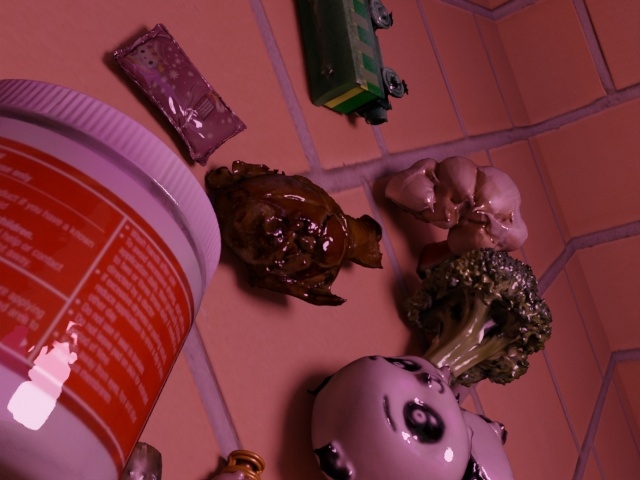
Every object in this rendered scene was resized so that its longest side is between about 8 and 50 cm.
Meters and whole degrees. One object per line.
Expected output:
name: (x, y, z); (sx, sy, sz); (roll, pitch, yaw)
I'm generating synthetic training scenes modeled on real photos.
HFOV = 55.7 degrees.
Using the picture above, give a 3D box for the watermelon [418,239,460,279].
watermelon: (0.253, 0.041, 1.307); (0.135, 0.125, 0.094); (-13, 54, -39)

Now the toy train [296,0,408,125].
toy train: (0.060, -0.373, 1.182); (0.202, 0.120, 0.300); (10, 67, -49)

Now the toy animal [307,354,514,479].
toy animal: (0.122, 0.298, 0.850); (0.310, 0.251, 0.250); (40, 43, -20)

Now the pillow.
pillow: (-0.185, -0.192, 0.810); (0.185, 0.043, 0.118); (51, 44, -22)

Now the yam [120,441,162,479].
yam: (-0.182, 0.363, 0.511); (0.083, 0.083, 0.371); (26, 53, -47)

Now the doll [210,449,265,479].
doll: (-0.091, 0.295, 0.664); (0.073, 0.084, 0.127); (52, 31, -25)

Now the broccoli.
broccoli: (0.282, 0.151, 1.128); (0.288, 0.260, 0.235); (63, 0, -18)

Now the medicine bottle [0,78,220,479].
medicine bottle: (-0.227, 0.052, 0.437); (0.252, 0.253, 0.240); (50, 40, -29)

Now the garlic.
garlic: (0.283, -0.077, 1.185); (0.281, 0.184, 0.203); (40, 4, 4)

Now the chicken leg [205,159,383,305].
chicken leg: (0.004, 0.005, 0.893); (0.361, 0.140, 0.211); (20, 50, -45)
